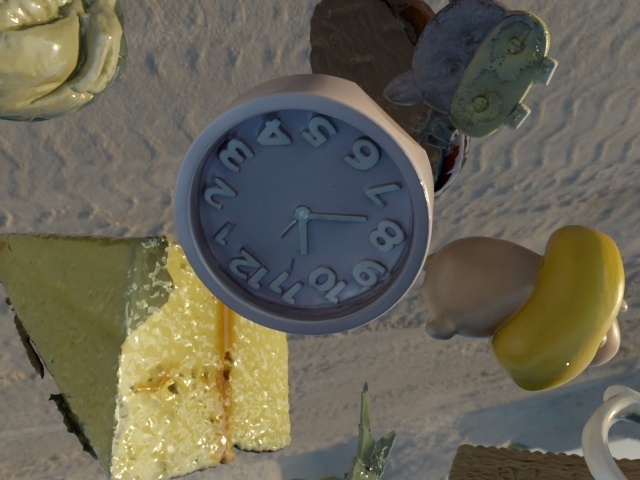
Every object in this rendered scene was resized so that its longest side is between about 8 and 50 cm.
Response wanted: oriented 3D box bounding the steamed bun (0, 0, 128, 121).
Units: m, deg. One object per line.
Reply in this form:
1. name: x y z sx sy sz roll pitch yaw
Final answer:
1. steamed bun: -0.421 -0.268 0.947 0.275 0.206 0.320 19 -156 32

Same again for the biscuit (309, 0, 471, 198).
1. biscuit: 0.116 -0.254 1.162 0.091 0.407 0.407 -27 164 -21

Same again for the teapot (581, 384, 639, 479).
1. teapot: 0.330 0.206 0.463 0.166 0.299 0.208 -50 164 -34

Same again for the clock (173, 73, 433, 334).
1. clock: -0.011 -0.025 0.521 0.196 0.197 0.068 -20 -160 18

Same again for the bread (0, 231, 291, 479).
1. bread: -0.220 0.103 0.760 0.404 0.242 0.345 -1 169 33

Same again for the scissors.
1. scissors: 0.054 0.328 0.889 0.029 0.256 0.383 -30 -167 22

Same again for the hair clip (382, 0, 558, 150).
1. hair clip: 0.156 -0.171 0.699 0.056 0.146 0.187 -42 162 -56

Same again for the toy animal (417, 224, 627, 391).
1. toy animal: 0.352 0.143 1.153 0.344 0.278 0.247 -5 151 19

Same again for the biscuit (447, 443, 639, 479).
1. biscuit: 0.366 0.388 1.050 0.324 0.044 0.217 0 -176 17
